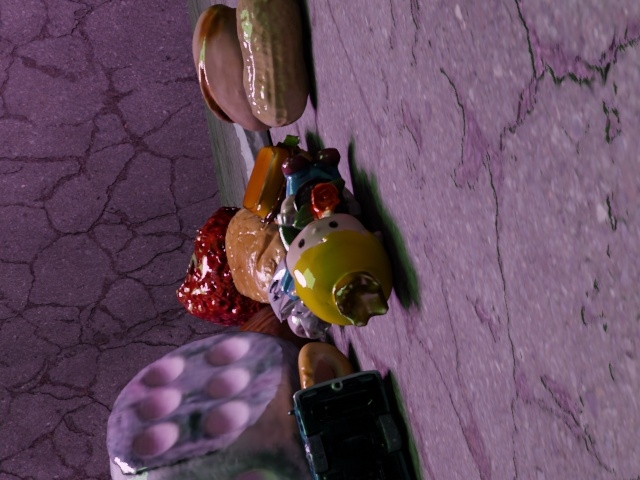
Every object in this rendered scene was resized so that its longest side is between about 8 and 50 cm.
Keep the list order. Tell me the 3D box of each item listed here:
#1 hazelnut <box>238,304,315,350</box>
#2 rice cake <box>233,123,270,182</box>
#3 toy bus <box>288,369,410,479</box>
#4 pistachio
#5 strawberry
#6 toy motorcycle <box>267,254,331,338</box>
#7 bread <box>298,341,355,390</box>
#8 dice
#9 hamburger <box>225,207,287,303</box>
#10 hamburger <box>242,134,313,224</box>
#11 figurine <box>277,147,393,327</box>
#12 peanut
[{"bbox_3d":[-0.084,0.233,1.954,0.186,0.210,0.210,55,177,-14],"label":"hazelnut"},{"bbox_3d":[-0.119,-0.162,1.937,0.066,0.063,0.336,117,142,-64],"label":"rice cake"},{"bbox_3d":[0.050,0.304,1.293,0.147,0.128,0.256,111,144,-78],"label":"toy bus"},{"bbox_3d":[-0.128,-0.269,1.569,0.144,0.144,0.215,-115,9,-54],"label":"pistachio"},{"bbox_3d":[-0.174,0.066,2.187,0.274,0.220,0.274,23,-90,-87],"label":"strawberry"},{"bbox_3d":[-0.027,0.066,1.504,0.254,0.113,0.112,91,164,-53],"label":"toy motorcycle"},{"bbox_3d":[0.016,0.240,1.552,0.173,0.085,0.134,87,173,-57],"label":"bread"},{"bbox_3d":[-0.146,0.374,1.719,0.328,0.330,0.348,-94,-21,-61],"label":"dice"},{"bbox_3d":[-0.090,0.032,1.730,0.207,0.135,0.155,-132,19,-67],"label":"hamburger"},{"bbox_3d":[-0.050,-0.085,1.455,0.166,0.087,0.137,-136,64,-75],"label":"hamburger"},{"bbox_3d":[0.014,-0.005,1.140,0.234,0.127,0.185,-94,1,-78],"label":"figurine"},{"bbox_3d":[-0.062,-0.252,1.337,0.098,0.090,0.214,-67,-20,-48],"label":"peanut"}]
